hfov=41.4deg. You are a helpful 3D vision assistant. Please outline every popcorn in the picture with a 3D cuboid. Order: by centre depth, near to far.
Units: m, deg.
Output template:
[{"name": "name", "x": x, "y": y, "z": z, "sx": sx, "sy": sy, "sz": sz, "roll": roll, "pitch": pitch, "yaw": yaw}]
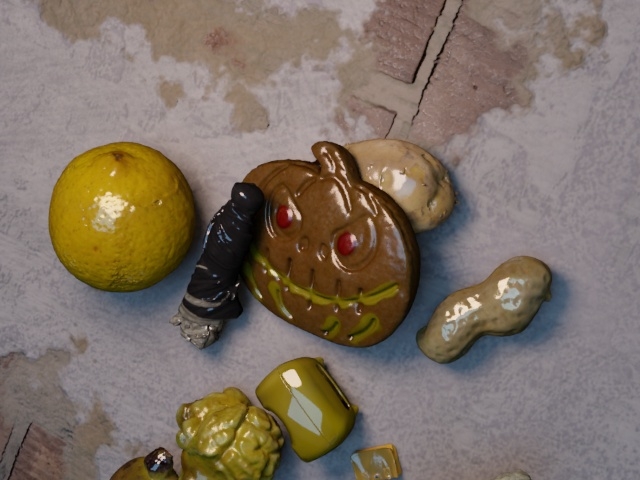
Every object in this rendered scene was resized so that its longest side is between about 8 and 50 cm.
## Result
[{"name": "popcorn", "x": -0.169, "y": 0.372, "z": 1.565, "sx": 0.200, "sy": 0.203, "sz": 0.226, "roll": 4, "pitch": 137, "yaw": -5}]

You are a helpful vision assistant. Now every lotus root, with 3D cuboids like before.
[{"name": "lotus root", "x": -0.346, "y": 0.517, "z": 1.619, "sx": 0.169, "sy": 0.141, "sz": 0.314, "roll": 51, "pitch": 119, "yaw": 36}]

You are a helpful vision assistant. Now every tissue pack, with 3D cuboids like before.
[{"name": "tissue pack", "x": -0.020, "y": 0.296, "z": 1.526, "sx": 0.127, "sy": 0.123, "sz": 0.178, "roll": -39, "pitch": 79, "yaw": 9}]

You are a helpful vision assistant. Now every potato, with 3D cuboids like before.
[{"name": "potato", "x": 0.121, "y": -0.103, "z": 1.470, "sx": 0.235, "sy": 0.128, "sz": 0.161, "roll": 42, "pitch": 98, "yaw": 19}]

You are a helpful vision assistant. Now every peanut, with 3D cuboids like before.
[{"name": "peanut", "x": 0.275, "y": 0.120, "z": 1.436, "sx": 0.263, "sy": 0.101, "sz": 0.117, "roll": -30, "pitch": 62, "yaw": 17}]

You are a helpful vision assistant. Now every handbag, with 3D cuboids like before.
[{"name": "handbag", "x": 0.100, "y": 0.407, "z": 1.540, "sx": 0.083, "sy": 0.027, "sz": 0.061, "roll": -18, "pitch": 86, "yaw": 20}]

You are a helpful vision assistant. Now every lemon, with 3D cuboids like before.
[{"name": "lemon", "x": -0.361, "y": -0.041, "z": 1.559, "sx": 0.293, "sy": 0.293, "sz": 0.293, "roll": 0, "pitch": 91, "yaw": 19}]

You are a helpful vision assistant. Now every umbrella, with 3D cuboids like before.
[{"name": "umbrella", "x": -0.172, "y": 0.044, "z": 1.539, "sx": 0.113, "sy": 0.106, "sz": 0.357, "roll": 43, "pitch": 126, "yaw": 26}]

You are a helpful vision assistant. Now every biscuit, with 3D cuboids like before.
[{"name": "biscuit", "x": -0.006, "y": 0.001, "z": 1.476, "sx": 0.394, "sy": 0.070, "sz": 0.350, "roll": 15, "pitch": 110, "yaw": 35}]

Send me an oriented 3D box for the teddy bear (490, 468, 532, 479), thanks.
[{"name": "teddy bear", "x": 0.273, "y": 0.517, "z": 1.310, "sx": 0.375, "sy": 0.362, "sz": 0.327, "roll": 22, "pitch": 99, "yaw": 19}]
